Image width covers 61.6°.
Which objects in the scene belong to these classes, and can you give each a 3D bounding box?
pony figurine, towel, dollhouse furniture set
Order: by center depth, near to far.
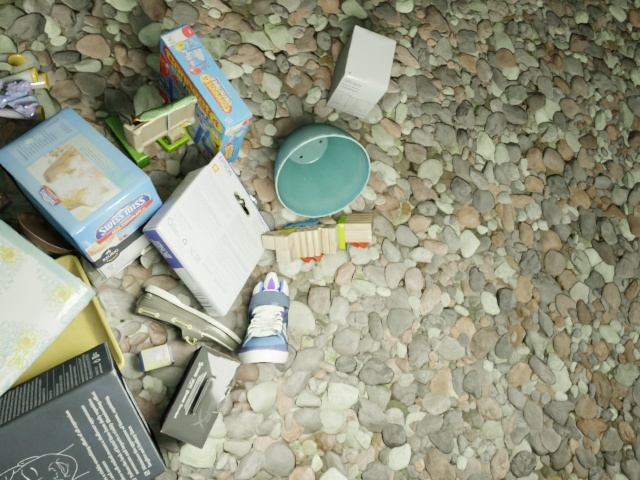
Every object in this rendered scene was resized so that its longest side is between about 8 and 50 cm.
[{"bbox_3d":[-0.795,0.136,1.287,0.374,0.090,0.320,36,68,2],"label":"towel"},{"bbox_3d":[-0.924,-0.372,1.396,0.363,0.303,0.351,-8,47,-15],"label":"pony figurine"},{"bbox_3d":[-0.471,-0.344,1.481,0.197,0.301,0.151,-37,91,-19],"label":"dollhouse furniture set"}]

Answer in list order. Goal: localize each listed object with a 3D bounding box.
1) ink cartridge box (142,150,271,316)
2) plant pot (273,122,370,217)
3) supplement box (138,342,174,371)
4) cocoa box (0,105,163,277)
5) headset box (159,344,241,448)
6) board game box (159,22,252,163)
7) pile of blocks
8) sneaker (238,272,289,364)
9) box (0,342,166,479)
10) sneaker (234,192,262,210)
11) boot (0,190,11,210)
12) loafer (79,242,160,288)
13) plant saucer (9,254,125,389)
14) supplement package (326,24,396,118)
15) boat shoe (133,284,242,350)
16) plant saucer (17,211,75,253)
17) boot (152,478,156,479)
[{"bbox_3d":[-0.290,-0.020,1.472,0.324,0.071,0.330,61,38,-32],"label":"ink cartridge box"},{"bbox_3d":[-0.017,-0.244,1.635,0.290,0.290,0.195,-5,43,-18],"label":"plant pot"},{"bbox_3d":[-0.439,0.315,1.438,0.083,0.083,0.056,-13,81,-19],"label":"supplement box"},{"bbox_3d":[-0.598,-0.124,1.369,0.347,0.228,0.231,39,67,19],"label":"cocoa box"},{"bbox_3d":[-0.305,0.387,1.349,0.110,0.293,0.218,27,71,-9],"label":"headset box"},{"bbox_3d":[-0.339,-0.394,1.536,0.086,0.302,0.308,-35,88,-22],"label":"board game box"},{"bbox_3d":[0.000,0.000,1.654,0.362,0.149,0.113,-9,111,-12],"label":"pile of blocks"},{"bbox_3d":[-0.148,0.202,1.433,0.130,0.323,0.236,-2,83,0],"label":"sneaker"},{"bbox_3d":[-0.609,0.476,1.228,0.395,0.212,0.294,-26,109,-22],"label":"box"},{"bbox_3d":[-0.294,-0.102,1.598,0.234,0.078,0.106,12,76,-10],"label":"sneaker"},{"bbox_3d":[-0.902,-0.100,1.429,0.106,0.037,0.114,39,71,-19],"label":"boot"},{"bbox_3d":[-0.495,0.027,1.489,0.319,0.112,0.111,-26,92,-15],"label":"loafer"},{"bbox_3d":[-0.722,0.251,1.371,0.332,0.081,0.333,-25,84,-22],"label":"plant saucer"},{"bbox_3d":[0.132,-0.550,1.774,0.149,0.203,0.194,16,73,-12],"label":"supplement package"},{"bbox_3d":[-0.363,0.231,1.474,0.305,0.109,0.091,29,70,-2],"label":"boat shoe"},{"bbox_3d":[-0.718,-0.015,1.407,0.168,0.168,0.029,38,94,-5],"label":"plant saucer"},{"bbox_3d":[-0.549,0.682,1.321,0.305,0.112,0.115,-19,112,-25],"label":"boot"}]
